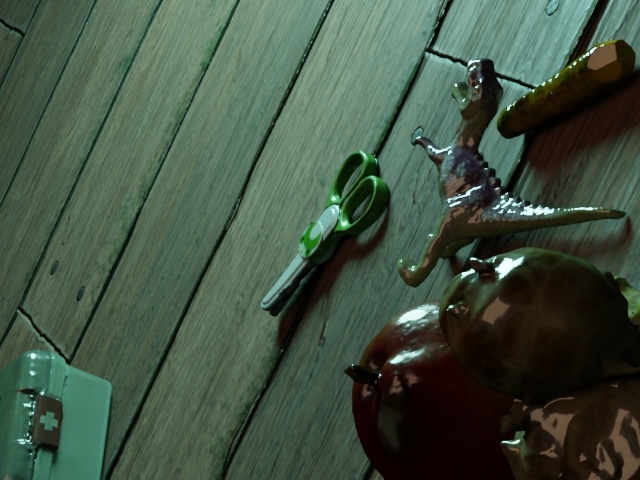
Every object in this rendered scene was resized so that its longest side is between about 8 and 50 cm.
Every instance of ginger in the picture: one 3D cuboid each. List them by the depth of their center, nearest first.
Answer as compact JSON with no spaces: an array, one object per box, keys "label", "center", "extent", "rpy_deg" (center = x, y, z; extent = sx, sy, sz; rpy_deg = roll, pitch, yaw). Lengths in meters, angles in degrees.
[{"label":"ginger","center":[0.196,0.195,1.320],"extent":[0.176,0.256,0.375],"rpy_deg":[161,114,-67]}]

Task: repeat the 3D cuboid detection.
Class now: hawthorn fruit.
[{"label":"hawthorn fruit","center":[0.105,0.130,1.539],"extent":[0.185,0.202,0.185],"rpy_deg":[-30,53,49]}]

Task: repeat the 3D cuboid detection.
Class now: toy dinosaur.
[{"label":"toy dinosaur","center":[0.149,-0.036,1.724],"extent":[0.199,0.072,0.251],"rpy_deg":[-55,32,26]}]

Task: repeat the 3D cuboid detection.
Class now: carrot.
[{"label":"carrot","center":[0.217,-0.134,1.720],"extent":[0.171,0.042,0.042],"rpy_deg":[-30,44,52]}]

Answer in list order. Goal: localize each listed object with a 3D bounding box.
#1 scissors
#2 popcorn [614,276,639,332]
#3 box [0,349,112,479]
[{"label":"scissors","center":[0.000,0.000,2.017],"extent":[0.204,0.027,0.101],"rpy_deg":[-51,29,23]},{"label":"popcorn","center":[0.235,0.083,1.475],"extent":[0.097,0.089,0.109],"rpy_deg":[90,-174,-46]},{"label":"box","center":[-0.341,0.251,2.321],"extent":[0.148,0.129,0.210],"rpy_deg":[-35,41,45]}]
